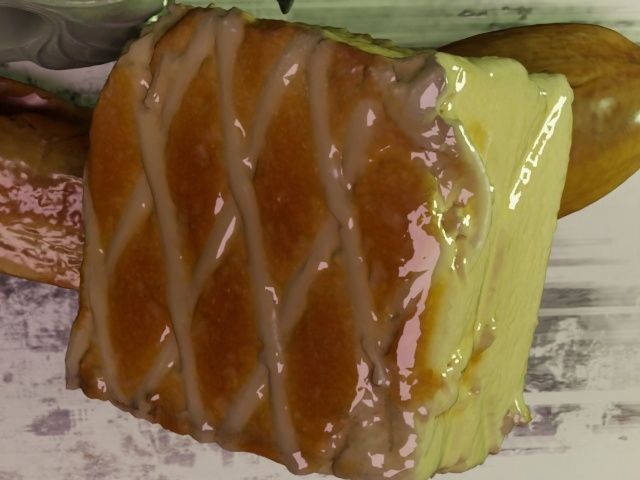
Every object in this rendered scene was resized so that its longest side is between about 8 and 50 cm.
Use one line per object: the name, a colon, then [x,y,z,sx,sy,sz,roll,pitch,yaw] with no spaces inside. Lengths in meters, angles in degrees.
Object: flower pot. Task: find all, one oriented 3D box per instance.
flower pot: [-0.257,-0.242,1.186,0.254,0.367,0.164,-9,83,-3]

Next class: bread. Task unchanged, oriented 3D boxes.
bread: [0.000,0.000,1.200,0.371,0.279,0.390,17,106,30]
bread: [-0.284,-0.056,1.401,0.344,0.149,0.195,17,111,-13]

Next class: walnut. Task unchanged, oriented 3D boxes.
walnut: [0.208,-0.116,1.362,0.336,0.209,0.209,-21,122,4]

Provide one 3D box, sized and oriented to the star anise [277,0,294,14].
star anise: [-0.023,-0.353,1.177,0.108,0.315,0.315,21,129,29]
